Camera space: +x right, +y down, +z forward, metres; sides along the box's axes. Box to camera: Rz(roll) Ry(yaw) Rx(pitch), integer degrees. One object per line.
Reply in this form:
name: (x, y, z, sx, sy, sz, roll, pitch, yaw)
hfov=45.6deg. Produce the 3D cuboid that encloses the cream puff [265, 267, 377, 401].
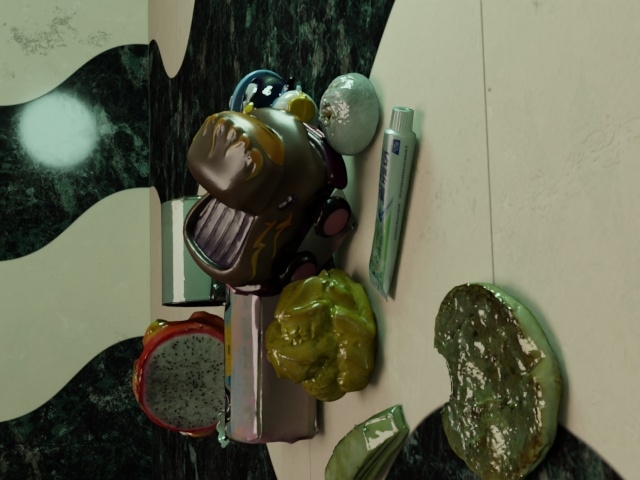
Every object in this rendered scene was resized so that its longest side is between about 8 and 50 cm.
cream puff: (-0.003, 0.163, 1.255, 0.195, 0.195, 0.220, -148, 58, -65)

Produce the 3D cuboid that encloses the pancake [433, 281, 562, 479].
pancake: (0.203, 0.169, 0.911, 0.253, 0.037, 0.253, 179, 90, -68)

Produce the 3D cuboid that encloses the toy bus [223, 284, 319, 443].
toy bus: (-0.090, 0.208, 1.503, 0.162, 0.171, 0.386, -12, 78, 58)

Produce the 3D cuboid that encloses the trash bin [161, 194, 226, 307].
trash bin: (-0.295, 0.034, 1.934, 0.277, 0.217, 0.262, -14, 76, 57)

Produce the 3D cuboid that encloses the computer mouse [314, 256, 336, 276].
computer mouse: (0.010, 0.088, 1.392, 0.079, 0.047, 0.135, -176, 98, -75)

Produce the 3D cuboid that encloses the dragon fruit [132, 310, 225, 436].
dragon fruit: (-0.326, 0.323, 1.935, 0.226, 0.306, 0.305, -139, 52, -72)

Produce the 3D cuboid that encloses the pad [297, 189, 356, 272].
pad: (0.000, 0.000, 1.391, 0.187, 0.006, 0.113, -51, 38, 27)

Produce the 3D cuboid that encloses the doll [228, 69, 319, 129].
doll: (-0.106, -0.260, 1.563, 0.314, 0.141, 0.177, 25, 113, 61)

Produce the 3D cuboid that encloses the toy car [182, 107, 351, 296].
toy car: (-0.125, -0.069, 1.321, 0.271, 0.240, 0.340, 40, 108, 36)

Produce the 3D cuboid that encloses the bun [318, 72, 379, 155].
bun: (0.039, -0.212, 1.270, 0.141, 0.083, 0.140, 179, 90, -71)

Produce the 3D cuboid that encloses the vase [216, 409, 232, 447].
vase: (-0.139, 0.397, 1.625, 0.081, 0.149, 0.081, -177, 90, -65)

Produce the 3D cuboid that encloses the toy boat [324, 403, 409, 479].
toy boat: (0.061, 0.356, 1.243, 0.293, 0.055, 0.093, 115, 145, -47)

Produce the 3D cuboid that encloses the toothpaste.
toothpaste: (0.105, -0.054, 1.156, 0.075, 0.048, 0.296, -130, 42, -60)
